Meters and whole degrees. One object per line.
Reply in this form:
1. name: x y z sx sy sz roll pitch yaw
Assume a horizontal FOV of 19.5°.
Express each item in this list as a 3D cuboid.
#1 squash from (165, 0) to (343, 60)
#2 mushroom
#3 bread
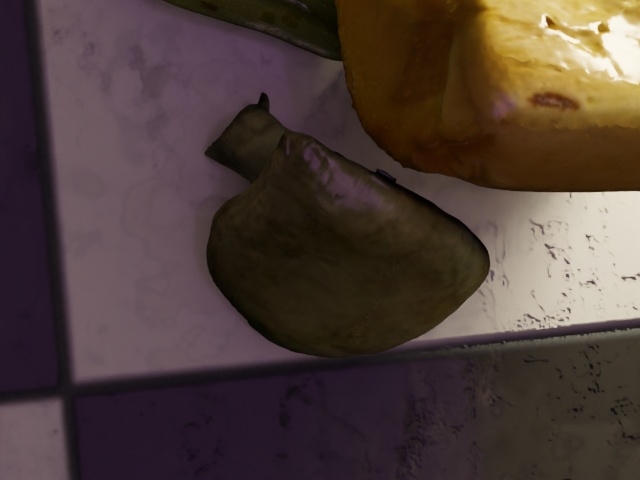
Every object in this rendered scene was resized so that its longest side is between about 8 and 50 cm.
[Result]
1. squash: -0.092 -0.259 1.819 0.341 0.094 0.094 19 87 -10
2. mushroom: 0.005 0.004 1.776 0.292 0.217 0.212 45 87 -9
3. bread: 0.206 -0.210 1.775 0.394 0.250 0.361 -2 70 -19
